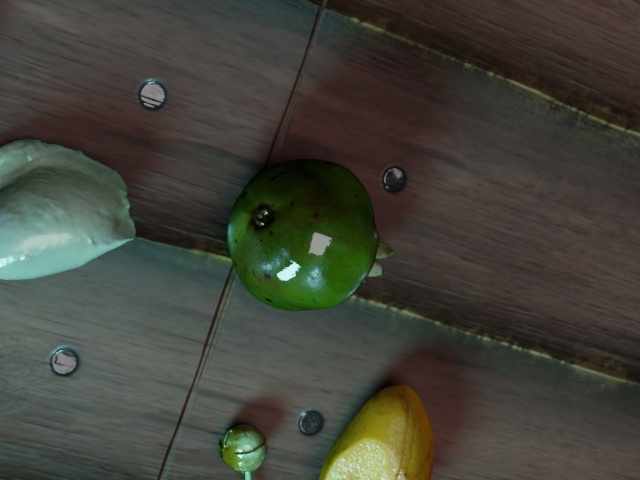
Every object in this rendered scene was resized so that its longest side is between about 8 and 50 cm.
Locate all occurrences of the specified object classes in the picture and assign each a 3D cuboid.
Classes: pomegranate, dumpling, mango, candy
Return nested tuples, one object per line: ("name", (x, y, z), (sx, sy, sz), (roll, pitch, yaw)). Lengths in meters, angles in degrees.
("pomegranate", (-0.002, 0.001, 1.421), (0.225, 0.187, 0.187), (18, 94, -48))
("dumpling", (-0.321, -0.025, 1.332), (0.216, 0.149, 0.105), (-22, 146, -10))
("mango", (0.076, 0.289, 1.539), (0.141, 0.102, 0.217), (16, 91, 0))
("candy", (-0.091, 0.326, 1.512), (0.061, 0.061, 0.203), (-12, 113, -19))
